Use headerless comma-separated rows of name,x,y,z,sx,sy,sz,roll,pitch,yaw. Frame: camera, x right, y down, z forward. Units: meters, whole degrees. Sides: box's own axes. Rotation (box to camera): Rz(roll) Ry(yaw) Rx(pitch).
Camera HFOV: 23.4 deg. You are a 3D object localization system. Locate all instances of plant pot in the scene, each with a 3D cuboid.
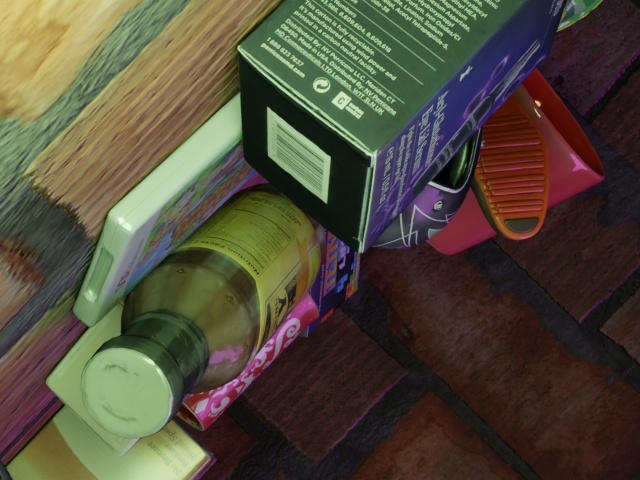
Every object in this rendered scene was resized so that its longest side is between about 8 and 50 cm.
plant pot,0.220,-0.125,2.148,0.243,0.275,0.275,-37,180,16

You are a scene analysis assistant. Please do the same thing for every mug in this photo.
mug,-0.102,0.105,1.596,0.169,0.113,0.150,-49,-172,-18

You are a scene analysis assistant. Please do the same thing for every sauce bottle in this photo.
sauce bottle,-0.089,0.052,1.208,0.111,0.111,0.344,-49,180,26

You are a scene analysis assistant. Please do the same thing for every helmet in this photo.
helmet,0.064,-0.071,1.421,0.162,0.169,0.169,-63,-178,-20

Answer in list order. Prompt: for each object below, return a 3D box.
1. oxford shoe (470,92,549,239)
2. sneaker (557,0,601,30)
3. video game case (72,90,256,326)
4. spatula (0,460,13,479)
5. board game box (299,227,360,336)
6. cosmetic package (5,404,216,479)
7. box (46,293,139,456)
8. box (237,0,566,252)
oxford shoe,0.184,-0.114,1.742,0.096,0.271,0.098,-1,155,-24
sneaker,0.204,-0.248,1.477,0.295,0.109,0.123,-41,175,-20
video game case,-0.081,-0.043,1.074,0.212,0.023,0.193,-46,177,-26
spatula,-0.260,0.302,1.424,0.084,0.030,0.296,-29,133,-17
board game box,0.000,0.000,1.693,0.141,0.048,0.170,-42,141,-57
cosmetic package,-0.259,0.279,1.561,0.296,0.153,0.129,-48,175,-7
box,-0.127,0.083,1.380,0.113,0.094,0.275,-47,177,19
box,0.055,-0.119,0.962,0.207,0.108,0.153,-46,166,-16
